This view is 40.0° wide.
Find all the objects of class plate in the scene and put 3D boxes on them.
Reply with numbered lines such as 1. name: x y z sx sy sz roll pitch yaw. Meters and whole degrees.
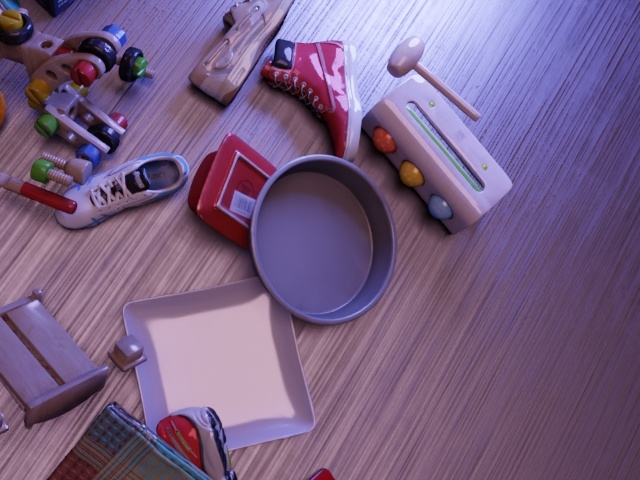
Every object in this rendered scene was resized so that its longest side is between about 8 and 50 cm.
1. plate: -0.170 0.214 1.473 0.278 0.045 0.277 -11 81 -16

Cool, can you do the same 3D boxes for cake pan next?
1. cake pan: 0.000 0.000 1.514 0.293 0.054 0.293 4 81 -31

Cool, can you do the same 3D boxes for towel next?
1. towel: -0.251 0.450 1.341 0.370 0.040 0.271 40 105 -3

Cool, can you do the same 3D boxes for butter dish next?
1. butter dish: -0.168 -0.084 1.505 0.160 0.118 0.159 37 66 -48

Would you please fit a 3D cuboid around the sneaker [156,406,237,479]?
1. sneaker: -0.194 0.393 1.389 0.119 0.107 0.278 -10 101 3

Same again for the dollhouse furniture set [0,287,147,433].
1. dollhouse furniture set: -0.515 0.195 1.385 0.356 0.173 0.303 -24 58 -42

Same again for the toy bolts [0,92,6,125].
1. toy bolts: -0.662 -0.232 1.431 0.228 0.159 0.218 -54 134 -27

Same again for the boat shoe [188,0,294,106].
1. boat shoe: -0.128 -0.388 1.580 0.098 0.109 0.302 32 79 -7

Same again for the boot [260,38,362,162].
1. boot: -0.019 -0.251 1.588 0.176 0.088 0.244 -1 71 -13

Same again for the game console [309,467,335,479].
1. game console: -0.009 0.480 1.472 0.124 0.085 0.144 -35 87 14

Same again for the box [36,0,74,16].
1. box: -0.437 -0.497 1.473 0.108 0.207 0.153 43 72 -2

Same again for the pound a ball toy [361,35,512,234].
1. pound a ball toy: 0.192 -0.173 1.555 0.136 0.208 0.319 -40 90 -18

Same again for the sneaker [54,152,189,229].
1. sneaker: -0.334 -0.089 1.477 0.237 0.086 0.085 -24 87 -16

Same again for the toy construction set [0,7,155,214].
1. toy construction set: -0.449 -0.225 1.414 0.237 0.257 0.308 20 79 3

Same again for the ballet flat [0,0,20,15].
1. ballet flat: -0.640 -0.507 1.483 0.139 0.139 0.400 -26 81 -17
